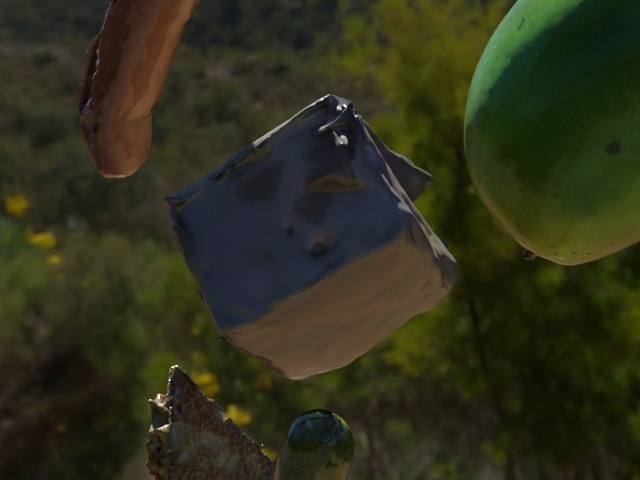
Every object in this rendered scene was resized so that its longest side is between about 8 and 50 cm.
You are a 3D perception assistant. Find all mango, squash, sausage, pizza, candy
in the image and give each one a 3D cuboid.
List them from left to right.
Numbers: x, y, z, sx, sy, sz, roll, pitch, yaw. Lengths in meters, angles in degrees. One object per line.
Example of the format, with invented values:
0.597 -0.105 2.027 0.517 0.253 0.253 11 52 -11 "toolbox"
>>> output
-0.130 -0.181 1.528 0.078 0.304 0.078 16 34 -11 "sausage"
-0.107 0.210 1.761 0.188 0.199 0.062 -10 -15 -39 "pizza"
-0.013 0.180 1.304 0.052 0.183 0.052 7 37 -6 "squash"
0.000 0.000 1.474 0.185 0.137 0.195 -31 -23 6 "candy"
0.258 -0.150 1.562 0.201 0.382 0.225 18 30 -30 "mango"
